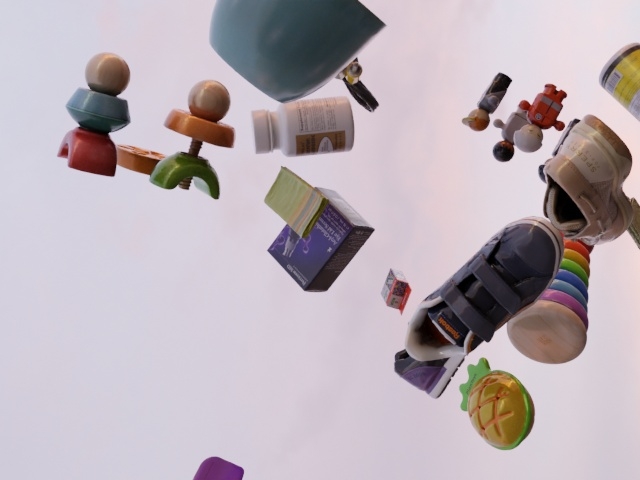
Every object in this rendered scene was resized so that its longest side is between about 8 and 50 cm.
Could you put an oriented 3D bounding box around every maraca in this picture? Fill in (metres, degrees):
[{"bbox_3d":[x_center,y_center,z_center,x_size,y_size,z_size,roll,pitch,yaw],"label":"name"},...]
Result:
[{"bbox_3d":[0.295,0.277,1.532,0.099,0.185,0.127,15,-75,-30],"label":"maraca"}]

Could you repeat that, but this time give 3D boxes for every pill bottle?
[{"bbox_3d":[0.680,-0.297,1.836,0.119,0.208,0.119,-28,-29,-17],"label":"pill bottle"},{"bbox_3d":[-0.043,-0.260,2.082,0.131,0.229,0.131,174,90,-84],"label":"pill bottle"}]

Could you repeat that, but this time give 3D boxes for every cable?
[{"bbox_3d":[0.047,-0.348,1.939,0.072,0.139,0.287,-57,-18,-10],"label":"cable"}]

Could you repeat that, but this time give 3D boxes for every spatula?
[{"bbox_3d":[-0.124,0.544,1.884,0.296,0.030,0.084,30,-128,-5],"label":"spatula"}]

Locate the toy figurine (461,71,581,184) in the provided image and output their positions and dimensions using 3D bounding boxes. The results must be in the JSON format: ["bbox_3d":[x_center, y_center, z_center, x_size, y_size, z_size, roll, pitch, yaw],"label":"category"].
[{"bbox_3d":[0.423,-0.229,1.864,0.213,0.209,0.148,36,-98,-49],"label":"toy figurine"}]

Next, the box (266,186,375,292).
[{"bbox_3d":[0.000,0.000,2.140,0.207,0.153,0.108,-53,-26,17],"label":"box"}]

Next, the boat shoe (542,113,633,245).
[{"bbox_3d":[0.368,-0.061,1.294,0.110,0.122,0.341,-41,-27,-1],"label":"boat shoe"}]

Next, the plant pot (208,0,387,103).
[{"bbox_3d":[-0.063,-0.395,1.641,0.235,0.293,0.293,-50,-33,12],"label":"plant pot"}]

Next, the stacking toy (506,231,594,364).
[{"bbox_3d":[0.456,0.076,1.692,0.330,0.141,0.141,-57,-44,-45],"label":"stacking toy"}]

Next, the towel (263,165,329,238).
[{"bbox_3d":[-0.061,-0.090,2.011,0.021,0.237,0.102,28,-83,-33],"label":"towel"}]

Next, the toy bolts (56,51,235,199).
[{"bbox_3d":[-0.250,-0.170,1.257,0.228,0.218,0.159,10,-80,-35],"label":"toy bolts"}]

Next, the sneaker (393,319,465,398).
[{"bbox_3d":[0.237,0.169,1.734,0.283,0.124,0.107,-61,-1,18],"label":"sneaker"}]

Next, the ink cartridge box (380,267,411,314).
[{"bbox_3d":[0.156,0.106,1.863,0.115,0.029,0.063,-109,38,-72],"label":"ink cartridge box"}]

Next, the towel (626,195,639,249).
[{"bbox_3d":[0.716,-0.023,2.008,0.148,0.027,0.110,51,-141,-10],"label":"towel"}]

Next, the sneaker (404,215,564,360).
[{"bbox_3d":[0.255,0.094,1.436,0.126,0.321,0.127,47,-141,11],"label":"sneaker"}]
